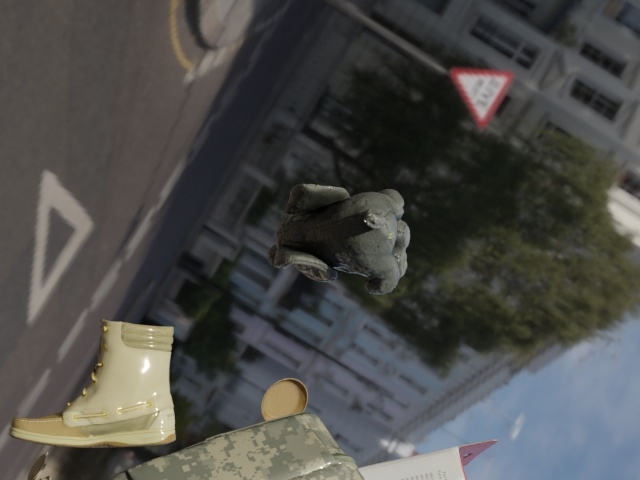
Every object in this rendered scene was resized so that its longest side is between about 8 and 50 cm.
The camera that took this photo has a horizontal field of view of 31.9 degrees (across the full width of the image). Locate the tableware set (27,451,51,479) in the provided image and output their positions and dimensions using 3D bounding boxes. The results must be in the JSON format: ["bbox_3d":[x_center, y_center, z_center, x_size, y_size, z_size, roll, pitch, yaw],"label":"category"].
[{"bbox_3d":[-0.579,0.503,2.222,0.141,0.020,0.168,-52,-159,6],"label":"tableware set"}]

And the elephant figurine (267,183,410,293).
[{"bbox_3d":[0.000,0.000,1.648,0.169,0.239,0.186,-62,148,-54],"label":"elephant figurine"}]

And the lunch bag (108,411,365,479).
[{"bbox_3d":[-0.073,0.363,1.214,0.256,0.305,0.212,44,-43,47],"label":"lunch bag"}]

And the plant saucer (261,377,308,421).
[{"bbox_3d":[-0.060,0.257,1.800,0.083,0.083,0.015,-59,-146,0],"label":"plant saucer"}]

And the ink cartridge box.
[{"bbox_3d":[0.162,0.444,1.905,0.309,0.272,0.130,98,-20,-72],"label":"ink cartridge box"}]

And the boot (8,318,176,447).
[{"bbox_3d":[-0.364,0.228,1.799,0.095,0.262,0.203,135,-45,-82],"label":"boot"}]
